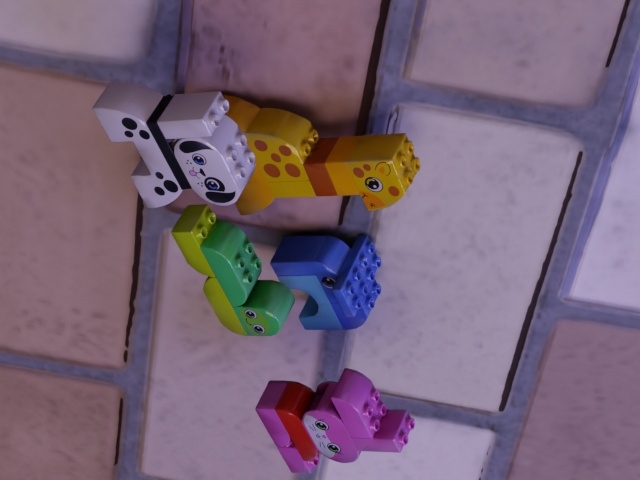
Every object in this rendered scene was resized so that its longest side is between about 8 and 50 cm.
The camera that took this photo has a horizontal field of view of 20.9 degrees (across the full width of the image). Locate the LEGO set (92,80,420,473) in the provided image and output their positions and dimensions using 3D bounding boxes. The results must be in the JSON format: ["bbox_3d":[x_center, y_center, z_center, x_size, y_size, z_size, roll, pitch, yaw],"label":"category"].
[{"bbox_3d":[0.000,0.000,0.782,0.093,0.087,0.227,-2,132,30],"label":"LEGO set"}]
